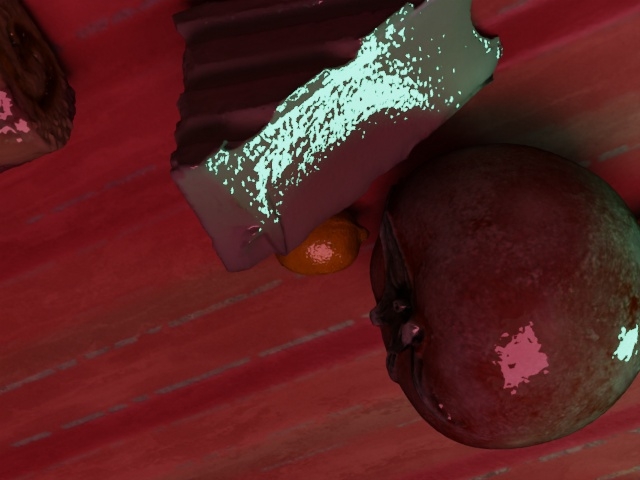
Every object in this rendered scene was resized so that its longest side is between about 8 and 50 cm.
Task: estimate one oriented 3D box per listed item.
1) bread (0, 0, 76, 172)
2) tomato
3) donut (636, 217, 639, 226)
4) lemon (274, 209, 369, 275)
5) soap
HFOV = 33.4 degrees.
[{"bbox_3d":[-0.421,-0.116,1.030,0.338,0.155,0.187,-20,126,17],"label":"bread"},{"bbox_3d":[0.187,0.056,1.098,0.282,0.317,0.317,-7,135,-16],"label":"tomato"},{"bbox_3d":[0.403,0.033,1.222,0.259,0.101,0.152,-25,129,22],"label":"donut"},{"bbox_3d":[0.000,0.000,1.200,0.110,0.082,0.082,-2,134,10],"label":"lemon"},{"bbox_3d":[0.026,-0.117,0.967,0.302,0.258,0.159,-11,132,8],"label":"soap"}]
